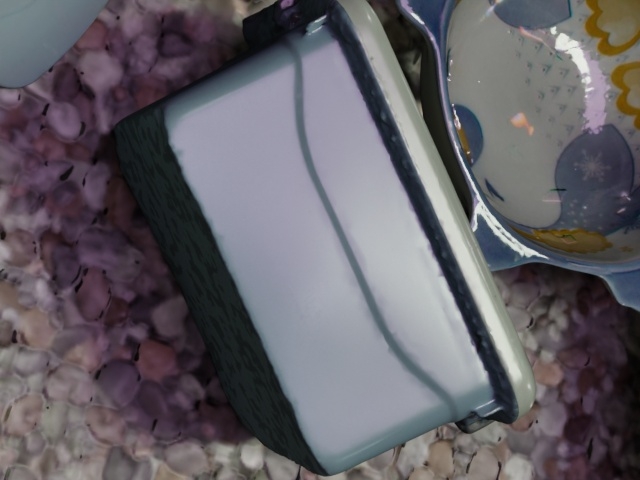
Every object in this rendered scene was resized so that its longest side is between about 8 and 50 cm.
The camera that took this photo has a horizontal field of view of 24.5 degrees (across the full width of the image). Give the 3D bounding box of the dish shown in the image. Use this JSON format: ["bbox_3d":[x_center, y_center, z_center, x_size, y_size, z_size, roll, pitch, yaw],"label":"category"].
[{"bbox_3d":[0.120,-0.083,0.825,0.228,0.086,0.236,9,82,-26],"label":"dish"}]

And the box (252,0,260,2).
[{"bbox_3d":[0.058,-0.232,0.705,0.194,0.260,0.111,-41,105,-25],"label":"box"}]

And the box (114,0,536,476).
[{"bbox_3d":[0.000,0.000,0.719,0.130,0.162,0.227,-27,99,-16],"label":"box"}]

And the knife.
[{"bbox_3d":[-0.158,-0.098,0.711,0.260,0.035,0.063,-43,121,-26],"label":"knife"}]
